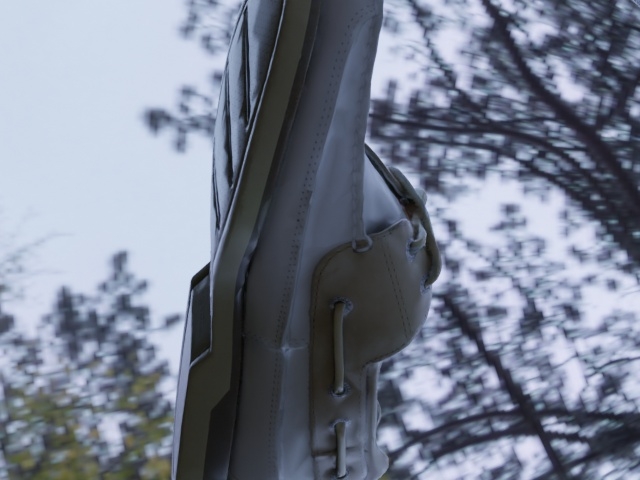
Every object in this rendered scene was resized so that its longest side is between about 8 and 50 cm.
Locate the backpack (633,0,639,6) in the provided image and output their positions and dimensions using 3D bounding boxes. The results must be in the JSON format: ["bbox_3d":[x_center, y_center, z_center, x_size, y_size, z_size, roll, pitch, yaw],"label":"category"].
[{"bbox_3d":[0.233,-0.184,0.790,0.213,0.276,0.263,33,-97,-23],"label":"backpack"}]

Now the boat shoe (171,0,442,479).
[{"bbox_3d":[0.000,0.000,0.838,0.103,0.113,0.302,6,-47,-7],"label":"boat shoe"}]
